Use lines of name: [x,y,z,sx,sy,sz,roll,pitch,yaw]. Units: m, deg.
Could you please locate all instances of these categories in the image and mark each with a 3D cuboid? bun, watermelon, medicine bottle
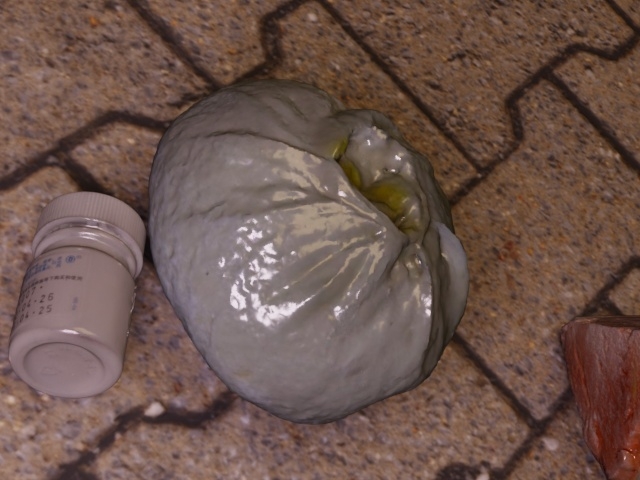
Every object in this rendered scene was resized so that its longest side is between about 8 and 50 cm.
bun: [0.000,0.000,1.736,0.362,0.211,0.362,31,45,-36]
watermelon: [0.408,0.188,1.997,0.292,0.319,0.222,3,90,-30]
medicine bottle: [-0.216,0.049,1.625,0.105,0.105,0.168,25,45,-21]
